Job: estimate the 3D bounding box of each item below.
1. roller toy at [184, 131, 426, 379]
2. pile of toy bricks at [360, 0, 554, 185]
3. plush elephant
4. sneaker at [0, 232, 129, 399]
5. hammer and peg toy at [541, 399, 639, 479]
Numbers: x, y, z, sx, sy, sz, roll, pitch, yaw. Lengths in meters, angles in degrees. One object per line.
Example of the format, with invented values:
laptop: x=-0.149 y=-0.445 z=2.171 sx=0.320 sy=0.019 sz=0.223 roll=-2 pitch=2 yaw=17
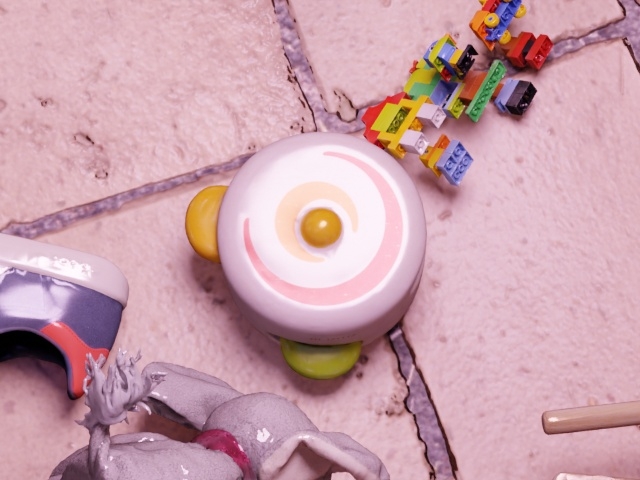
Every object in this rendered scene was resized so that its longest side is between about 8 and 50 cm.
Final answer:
roller toy: x=0.000 y=0.000 z=1.739 sx=0.191 sy=0.146 sz=0.209 roll=-40 pitch=79 yaw=-8
pile of toy bricks: x=0.121 y=-0.150 z=1.801 sx=0.105 sy=0.118 sz=0.212 roll=16 pitch=66 yaw=44
plush elephant: x=-0.100 y=0.232 z=1.659 sx=0.255 sy=0.272 sz=0.330 roll=-5 pitch=113 yaw=-36
sneaker: x=-0.359 y=0.061 z=1.740 sx=0.350 sy=0.131 sz=0.148 roll=12 pitch=74 yaw=3
hammer and peg toy: x=0.319 y=0.288 z=1.681 sx=0.266 sy=0.127 sz=0.361 roll=4 pitch=78 yaw=4
